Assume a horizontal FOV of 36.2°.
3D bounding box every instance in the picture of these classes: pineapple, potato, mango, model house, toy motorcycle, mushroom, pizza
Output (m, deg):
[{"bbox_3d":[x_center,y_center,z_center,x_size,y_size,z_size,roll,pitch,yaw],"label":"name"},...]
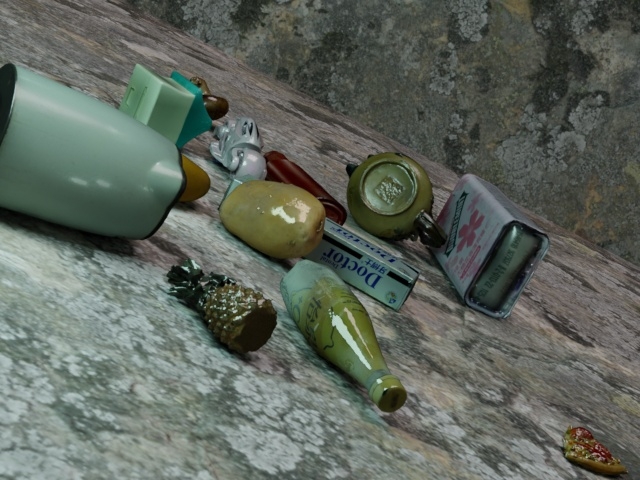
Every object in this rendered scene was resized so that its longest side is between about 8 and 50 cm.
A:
[{"bbox_3d":[-0.120,0.068,1.119,0.074,0.074,0.159,12,15,-48],"label":"pineapple"},{"bbox_3d":[-0.073,-0.034,1.493,0.178,0.118,0.109,20,-27,30],"label":"potato"},{"bbox_3d":[-0.237,-0.102,1.485,0.102,0.085,0.184,34,4,41],"label":"mango"},{"bbox_3d":[-0.282,-0.243,1.818,0.149,0.127,0.100,9,23,-45],"label":"model house"},{"bbox_3d":[-0.151,-0.181,1.876,0.112,0.112,0.254,21,16,-23],"label":"toy motorcycle"},{"bbox_3d":[-0.266,-0.305,2.170,0.126,0.085,0.109,16,-19,16],"label":"mushroom"},{"bbox_3d":[0.358,0.281,1.311,0.100,0.029,0.099,36,17,32],"label":"pizza"}]

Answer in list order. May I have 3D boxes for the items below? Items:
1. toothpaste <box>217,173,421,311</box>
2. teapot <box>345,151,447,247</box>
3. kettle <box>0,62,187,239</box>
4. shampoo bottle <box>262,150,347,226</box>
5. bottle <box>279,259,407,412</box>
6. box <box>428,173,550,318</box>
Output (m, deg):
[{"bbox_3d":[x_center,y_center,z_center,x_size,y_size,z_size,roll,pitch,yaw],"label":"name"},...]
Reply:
[{"bbox_3d":[0.000,0.000,1.592,0.336,0.067,0.081,29,17,9],"label":"toothpaste"},{"bbox_3d":[0.151,-0.074,1.995,0.269,0.173,0.182,41,-8,14],"label":"teapot"},{"bbox_3d":[-0.306,-0.093,1.204,0.236,0.161,0.221,19,-15,-33],"label":"kettle"},{"bbox_3d":[-0.046,-0.099,1.872,0.102,0.064,0.260,15,18,-31],"label":"shampoo bottle"},{"bbox_3d":[0.028,0.116,1.187,0.083,0.083,0.270,19,20,-32],"label":"bottle"},{"bbox_3d":[0.324,0.004,1.936,0.112,0.190,0.370,24,15,-14],"label":"box"}]
